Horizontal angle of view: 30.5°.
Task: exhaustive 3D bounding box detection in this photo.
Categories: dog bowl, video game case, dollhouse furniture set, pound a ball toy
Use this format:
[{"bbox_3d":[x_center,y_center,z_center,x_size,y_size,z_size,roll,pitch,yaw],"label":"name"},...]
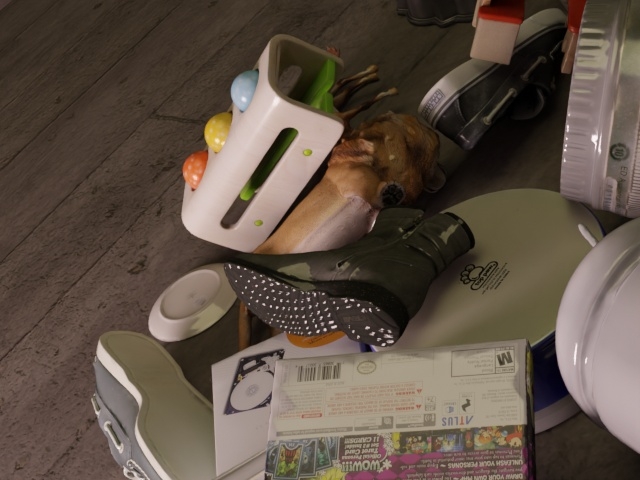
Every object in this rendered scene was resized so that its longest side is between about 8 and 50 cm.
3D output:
[{"bbox_3d":[0.180,0.071,1.200,0.265,0.104,0.265,-21,35,15],"label":"dog bowl"},{"bbox_3d":[0.065,0.190,0.985,0.232,0.042,0.210,-7,56,17],"label":"video game case"},{"bbox_3d":[0.316,-0.268,1.399,0.259,0.135,0.262,10,45,0],"label":"dollhouse furniture set"},{"bbox_3d":[-0.095,-0.140,1.556,0.319,0.135,0.208,-51,28,42],"label":"pound a ball toy"}]

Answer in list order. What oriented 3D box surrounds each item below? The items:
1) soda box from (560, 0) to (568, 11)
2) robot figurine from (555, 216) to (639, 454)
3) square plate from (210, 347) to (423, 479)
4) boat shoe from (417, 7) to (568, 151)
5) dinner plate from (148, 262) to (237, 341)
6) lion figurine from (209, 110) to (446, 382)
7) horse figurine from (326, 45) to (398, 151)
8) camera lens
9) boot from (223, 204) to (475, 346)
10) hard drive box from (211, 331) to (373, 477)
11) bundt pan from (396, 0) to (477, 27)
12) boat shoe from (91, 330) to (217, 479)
[{"bbox_3d":[0.421,-0.399,1.552,0.098,0.091,0.286,-49,19,-26],"label":"soda box"},{"bbox_3d":[0.322,0.095,0.903,0.199,0.300,0.353,-12,24,-27],"label":"robot figurine"},{"bbox_3d":[0.021,0.296,0.992,0.344,0.049,0.347,-32,53,0],"label":"square plate"},{"bbox_3d":[0.250,-0.202,1.502,0.301,0.102,0.108,-35,-15,-41],"label":"boat shoe"},{"bbox_3d":[-0.169,0.077,1.554,0.141,0.017,0.141,-20,36,16],"label":"dinner plate"},{"bbox_3d":[0.000,0.000,1.410,0.392,0.142,0.240,-38,26,-1],"label":"lion figurine"},{"bbox_3d":[0.021,-0.188,1.699,0.174,0.066,0.263,-26,36,-1],"label":"horse figurine"},{"bbox_3d":[0.381,-0.120,1.123,0.274,0.219,0.219,8,46,14],"label":"camera lens"},{"bbox_3d":[0.031,0.024,1.230,0.246,0.083,0.161,10,45,39],"label":"boot"},{"bbox_3d":[-0.011,0.195,1.207,0.181,0.089,0.232,-26,34,10],"label":"hard drive box"},{"bbox_3d":[0.243,-0.483,1.848,0.331,0.124,0.331,-21,36,16],"label":"bundt pan"},{"bbox_3d":[-0.183,0.222,1.334,0.319,0.116,0.099,46,123,49],"label":"boat shoe"}]
